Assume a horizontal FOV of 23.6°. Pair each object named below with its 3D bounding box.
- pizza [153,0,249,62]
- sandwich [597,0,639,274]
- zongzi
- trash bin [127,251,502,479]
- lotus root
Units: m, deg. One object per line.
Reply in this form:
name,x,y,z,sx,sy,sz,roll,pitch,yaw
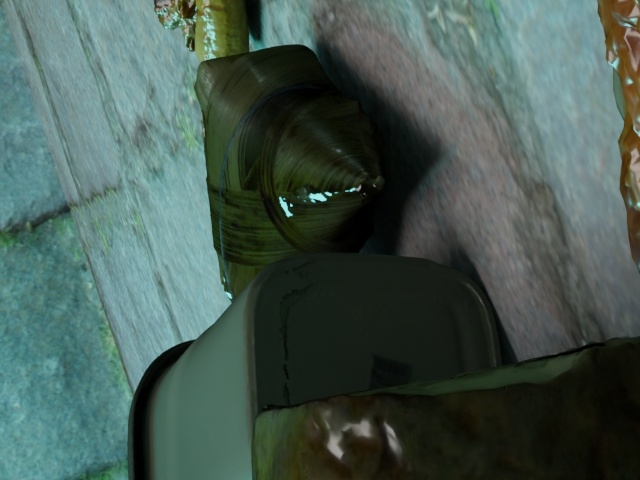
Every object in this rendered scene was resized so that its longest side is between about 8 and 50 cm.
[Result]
pizza,-0.118,-0.235,1.254,0.194,0.069,0.154,45,150,54
sandwich,0.171,-0.024,0.504,0.212,0.109,0.292,-164,59,-78
zongzi,0.000,0.000,1.057,0.242,0.112,0.221,-133,31,-53
trash bin,0.001,0.131,1.016,0.250,0.220,0.219,126,142,-61
lotus root,0.097,0.223,0.762,0.250,0.250,0.346,170,85,-73
